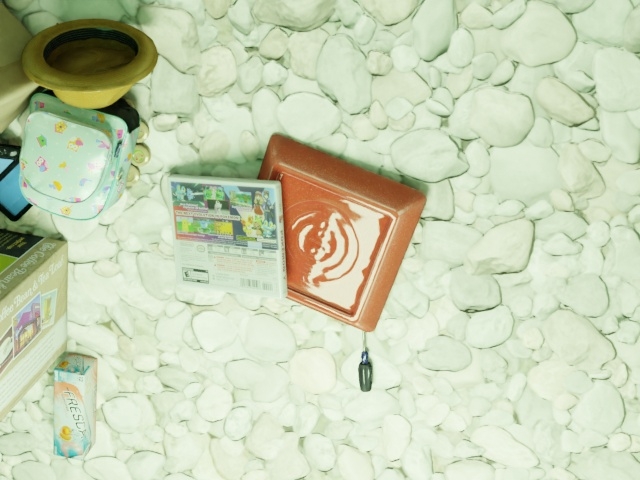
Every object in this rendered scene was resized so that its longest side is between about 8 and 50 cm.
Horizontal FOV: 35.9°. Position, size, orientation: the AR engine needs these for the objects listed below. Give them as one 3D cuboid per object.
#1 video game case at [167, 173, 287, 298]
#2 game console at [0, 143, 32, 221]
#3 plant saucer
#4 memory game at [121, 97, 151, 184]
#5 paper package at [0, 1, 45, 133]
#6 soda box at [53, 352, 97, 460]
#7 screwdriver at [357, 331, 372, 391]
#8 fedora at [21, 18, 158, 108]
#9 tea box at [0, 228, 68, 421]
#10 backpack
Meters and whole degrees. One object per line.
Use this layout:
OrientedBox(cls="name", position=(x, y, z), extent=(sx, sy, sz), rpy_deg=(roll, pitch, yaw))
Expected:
OrientedBox(cls="video game case", position=(-0.146, -0.008, 1.535), extent=(0.201, 0.023, 0.183), rpy_deg=(6, 108, 29))
OrientedBox(cls="game console", position=(-0.513, -0.092, 1.596), extent=(0.122, 0.107, 0.071), rpy_deg=(-39, 71, 23))
OrientedBox(cls="plant saucer", position=(0.000, 0.000, 1.524), extent=(0.259, 0.048, 0.258), rpy_deg=(22, 116, 6))
OrientedBox(cls="memory game", position=(-0.356, -0.159, 1.562), extent=(0.186, 0.012, 0.186), rpy_deg=(5, 113, 11))
OrientedBox(cls="paper package", position=(-0.581, -0.181, 1.439), extent=(0.325, 0.309, 0.168), rpy_deg=(-38, 102, 22))
OrientedBox(cls="soda box", position=(-0.433, 0.294, 1.741), extent=(0.058, 0.063, 0.183), rpy_deg=(10, 114, 8))
OrientedBox(cls="screwdriver", position=(0.073, 0.167, 1.604), extent=(0.024, 0.025, 0.170), rpy_deg=(15, 110, 45))
OrientedBox(cls="fedora", position=(-0.334, -0.249, 1.442), extent=(0.194, 0.194, 0.079), rpy_deg=(14, 137, 6))
OrientedBox(cls="tea box", position=(-0.615, 0.127, 1.565), extent=(0.323, 0.329, 0.220), rpy_deg=(10, 114, 9))
OrientedBox(cls="backpack", position=(-0.372, -0.123, 1.497), extent=(0.166, 0.144, 0.188), rpy_deg=(16, 118, -1))
